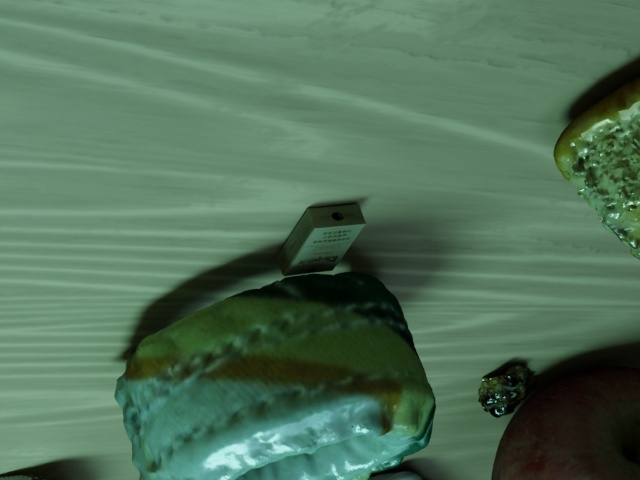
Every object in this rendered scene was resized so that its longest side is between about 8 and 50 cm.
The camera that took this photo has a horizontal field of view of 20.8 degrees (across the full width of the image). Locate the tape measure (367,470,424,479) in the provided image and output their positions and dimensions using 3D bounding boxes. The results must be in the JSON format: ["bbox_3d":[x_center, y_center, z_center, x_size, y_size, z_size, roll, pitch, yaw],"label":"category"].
[{"bbox_3d":[0.079,0.380,2.289,0.178,0.105,0.196,-26,156,12],"label":"tape measure"}]

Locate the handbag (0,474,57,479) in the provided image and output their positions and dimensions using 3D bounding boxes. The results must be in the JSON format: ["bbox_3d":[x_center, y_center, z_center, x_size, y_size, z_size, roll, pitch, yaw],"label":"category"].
[{"bbox_3d":[-0.319,0.344,1.823,0.205,0.179,0.116,-4,160,-16],"label":"handbag"}]

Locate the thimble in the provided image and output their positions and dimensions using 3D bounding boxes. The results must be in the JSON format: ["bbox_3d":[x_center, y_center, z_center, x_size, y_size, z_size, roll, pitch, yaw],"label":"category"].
[{"bbox_3d":[-0.043,0.148,1.628,0.288,0.167,0.254,-16,160,-5],"label":"thimble"}]

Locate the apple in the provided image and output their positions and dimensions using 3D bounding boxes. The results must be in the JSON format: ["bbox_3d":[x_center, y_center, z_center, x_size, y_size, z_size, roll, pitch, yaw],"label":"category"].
[{"bbox_3d":[0.356,0.318,2.121,0.345,0.344,0.269,-9,142,-25],"label":"apple"}]

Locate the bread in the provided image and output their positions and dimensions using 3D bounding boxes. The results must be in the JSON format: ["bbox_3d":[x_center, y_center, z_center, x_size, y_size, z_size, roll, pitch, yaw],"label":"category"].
[{"bbox_3d":[0.321,-0.066,1.550,0.174,0.121,0.245,-40,146,19],"label":"bread"}]

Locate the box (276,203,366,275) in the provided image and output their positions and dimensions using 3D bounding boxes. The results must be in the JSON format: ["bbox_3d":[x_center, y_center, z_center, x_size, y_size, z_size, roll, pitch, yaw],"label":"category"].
[{"bbox_3d":[0.000,0.000,1.547,0.053,0.024,0.083,-5,153,-29],"label":"box"}]

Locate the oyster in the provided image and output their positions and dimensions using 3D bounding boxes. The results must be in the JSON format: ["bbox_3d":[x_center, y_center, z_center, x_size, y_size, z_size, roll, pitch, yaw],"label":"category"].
[{"bbox_3d":[0.220,0.182,2.083,0.086,0.029,0.132,-30,156,19],"label":"oyster"}]
